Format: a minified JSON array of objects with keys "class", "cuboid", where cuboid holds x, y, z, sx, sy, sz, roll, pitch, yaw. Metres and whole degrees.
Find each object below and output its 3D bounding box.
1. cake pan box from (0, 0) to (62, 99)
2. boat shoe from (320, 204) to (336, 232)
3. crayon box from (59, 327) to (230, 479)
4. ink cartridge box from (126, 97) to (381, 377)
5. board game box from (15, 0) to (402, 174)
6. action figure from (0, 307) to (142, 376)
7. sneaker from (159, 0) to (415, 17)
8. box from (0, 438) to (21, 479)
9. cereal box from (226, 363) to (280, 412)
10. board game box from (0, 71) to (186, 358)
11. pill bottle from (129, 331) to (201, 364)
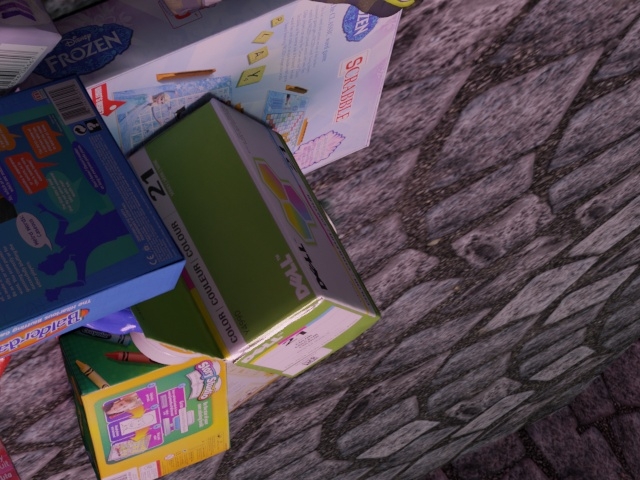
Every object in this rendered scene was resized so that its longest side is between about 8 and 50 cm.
[{"class":"cake pan box","cuboid":[-0.328,-0.082,0.967,0.267,0.070,0.246,-41,161,31]},{"class":"boat shoe","cuboid":[0.000,0.000,1.724,0.038,0.046,0.125,-30,159,-3]},{"class":"crayon box","cuboid":[-0.194,0.179,1.753,0.165,0.081,0.278,-20,150,-14]},{"class":"ink cartridge box","cuboid":[-0.075,-0.009,1.139,0.097,0.188,0.255,-33,161,13]},{"class":"board game box","cuboid":[-0.092,-0.113,1.250,0.318,0.066,0.318,-25,161,-16]},{"class":"action figure","cuboid":[-0.215,0.083,1.395,0.280,0.091,0.139,7,129,-11]},{"class":"sneaker","cuboid":[-0.051,-0.204,1.023,0.121,0.111,0.300,-32,152,35]},{"class":"box","cuboid":[-0.462,0.304,1.687,0.257,0.122,0.128,-23,161,-22]},{"class":"cereal box","cuboid":[-0.130,0.166,1.959,0.173,0.047,0.240,-35,160,14]},{"class":"board game box","cuboid":[-0.217,-0.006,0.980,0.210,0.160,0.047,-21,160,-28]},{"class":"pill bottle","cuboid":[-0.119,0.039,1.527,0.117,0.117,0.215,-17,158,-36]}]
